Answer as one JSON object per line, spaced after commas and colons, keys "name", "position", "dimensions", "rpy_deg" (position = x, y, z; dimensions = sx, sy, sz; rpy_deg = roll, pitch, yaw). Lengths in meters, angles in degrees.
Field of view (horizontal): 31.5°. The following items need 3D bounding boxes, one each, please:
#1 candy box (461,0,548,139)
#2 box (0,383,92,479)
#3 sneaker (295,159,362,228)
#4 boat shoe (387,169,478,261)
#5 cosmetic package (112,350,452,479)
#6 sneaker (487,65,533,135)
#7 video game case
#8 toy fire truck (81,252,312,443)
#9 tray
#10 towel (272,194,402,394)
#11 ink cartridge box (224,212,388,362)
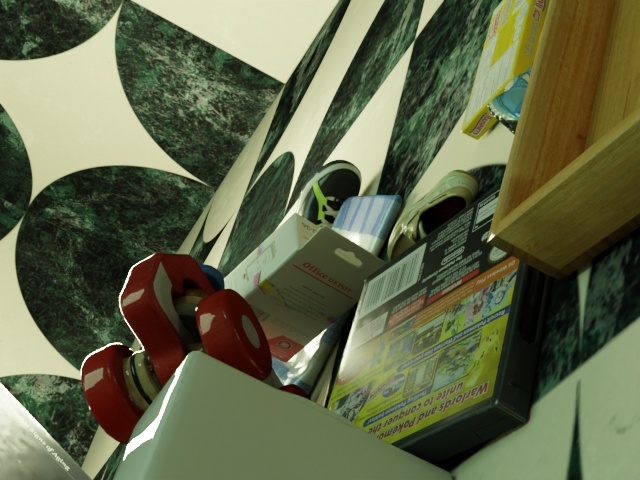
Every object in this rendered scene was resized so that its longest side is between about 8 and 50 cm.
{"name": "candy box", "position": [0.208, -0.213, 1.238], "dimensions": [0.105, 0.027, 0.206], "rpy_deg": [-52, 15, 52]}
{"name": "box", "position": [-0.521, 0.467, 1.605], "dimensions": [0.297, 0.480, 0.472], "rpy_deg": [-36, 15, 10]}
{"name": "sneaker", "position": [0.000, 0.000, 1.614], "dimensions": [0.235, 0.084, 0.097], "rpy_deg": [-60, 35, 17]}
{"name": "boat shoe", "position": [0.110, -0.014, 1.159], "dimensions": [0.135, 0.050, 0.045], "rpy_deg": [-55, 8, 34]}
{"name": "cosmetic package", "position": [-0.084, 0.333, 0.775], "dimensions": [0.161, 0.230, 0.453], "rpy_deg": [-49, 17, 52]}
{"name": "sneaker", "position": [0.194, -0.130, 0.988], "dimensions": [0.073, 0.063, 0.162], "rpy_deg": [-46, 8, 27]}
{"name": "video game case", "position": [0.096, 0.084, 0.969], "dimensions": [0.275, 0.035, 0.248], "rpy_deg": [-38, 26, 48]}
{"name": "toy fire truck", "position": [-0.112, 0.142, 1.208], "dimensions": [0.169, 0.302, 0.254], "rpy_deg": [-27, 19, 10]}
{"name": "tray", "position": [0.251, -0.186, 0.872], "dimensions": [0.203, 0.076, 0.411], "rpy_deg": [-47, 19, 55]}
{"name": "towel", "position": [0.010, 0.067, 1.466], "dimensions": [0.285, 0.034, 0.209], "rpy_deg": [-63, 12, -3]}
{"name": "ink cartridge box", "position": [-0.023, 0.047, 1.343], "dimensions": [0.198, 0.115, 0.067], "rpy_deg": [-42, 34, 27]}
